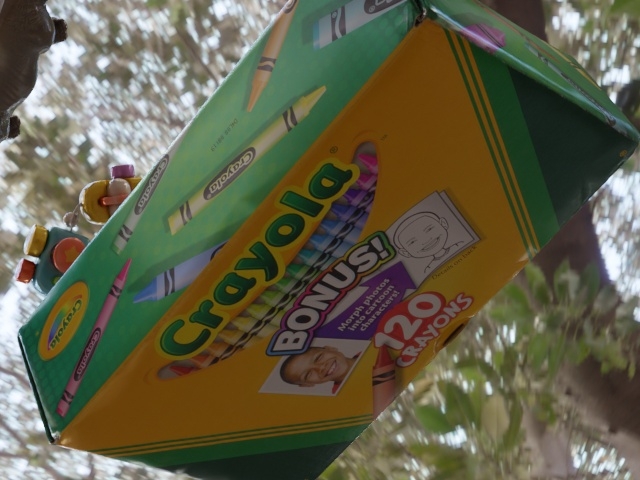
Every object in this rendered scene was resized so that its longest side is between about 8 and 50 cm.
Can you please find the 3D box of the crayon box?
[{"bbox_3d":[0.000,0.000,0.729,0.278,0.165,0.081,-48,-135,21],"label":"crayon box"}]

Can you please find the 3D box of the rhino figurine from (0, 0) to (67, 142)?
[{"bbox_3d":[-0.255,-0.177,1.234,0.073,0.106,0.243,29,-66,1],"label":"rhino figurine"}]

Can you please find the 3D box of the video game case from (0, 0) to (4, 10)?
[{"bbox_3d":[-0.156,-0.080,0.480,0.011,0.122,0.087,25,-82,37],"label":"video game case"}]

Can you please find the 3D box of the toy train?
[{"bbox_3d":[-0.152,0.011,1.154,0.166,0.046,0.125,-35,-79,-23],"label":"toy train"}]
